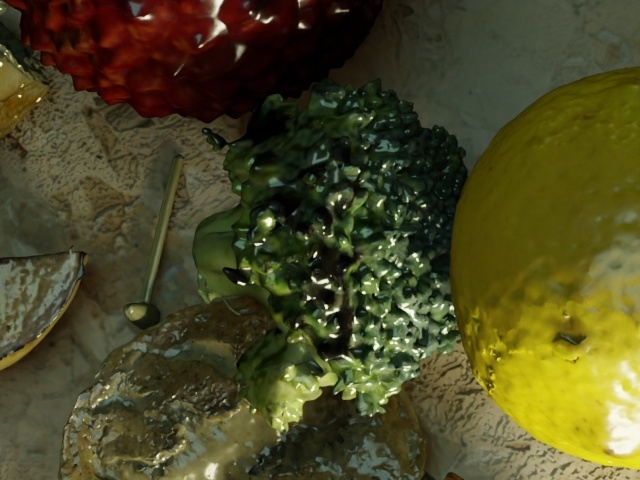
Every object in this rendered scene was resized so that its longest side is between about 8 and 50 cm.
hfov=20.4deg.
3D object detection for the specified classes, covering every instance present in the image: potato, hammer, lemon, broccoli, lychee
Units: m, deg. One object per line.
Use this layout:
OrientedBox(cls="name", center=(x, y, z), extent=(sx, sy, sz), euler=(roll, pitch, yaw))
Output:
OrientedBox(cls="potato", center=(-0.357, 0.081, 1.909), extent=(0.243, 0.098, 0.138), euler=(-1, 80, 10))
OrientedBox(cls="hammer", center=(-0.177, -0.004, 1.901), extent=(0.028, 0.060, 0.195), euler=(6, 75, 18))
OrientedBox(cls="lemon", center=(0.287, 0.015, 1.557), extent=(0.349, 0.350, 0.387), euler=(2, 55, 17))
OrientedBox(cls="broccoli", center=(0.002, -0.009, 1.709), extent=(0.281, 0.348, 0.293), euler=(-12, 108, 29))
OrientedBox(cls="lychee", center=(-0.098, -0.329, 1.756), extent=(0.500, 0.424, 0.425), euler=(-17, 73, 24))

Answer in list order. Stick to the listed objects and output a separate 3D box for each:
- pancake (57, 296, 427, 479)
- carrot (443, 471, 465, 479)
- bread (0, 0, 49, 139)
OrientedBox(cls="pancake", center=(-0.083, 0.233, 1.798), extent=(0.387, 0.082, 0.387), euler=(-3, 73, 9))
OrientedBox(cls="carrot", center=(0.113, 0.365, 1.655), extent=(0.196, 0.196, 0.254), euler=(42, 94, 21))
OrientedBox(cls="bread", center=(-0.435, -0.183, 1.952), extent=(0.246, 0.176, 0.195), euler=(-43, 71, 3))
